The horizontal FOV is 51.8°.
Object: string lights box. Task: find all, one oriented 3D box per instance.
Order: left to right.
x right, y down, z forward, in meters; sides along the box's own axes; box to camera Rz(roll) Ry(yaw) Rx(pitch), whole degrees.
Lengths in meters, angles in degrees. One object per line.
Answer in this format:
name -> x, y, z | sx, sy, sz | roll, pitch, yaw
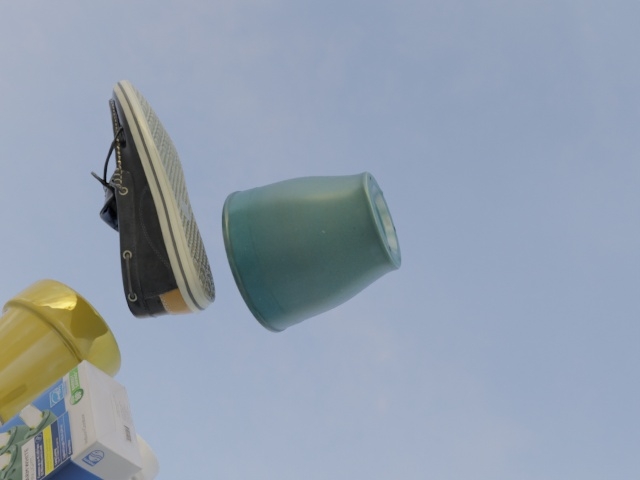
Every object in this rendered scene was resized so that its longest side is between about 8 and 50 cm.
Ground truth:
string lights box -> -0.331, 0.271, 0.736 | 0.260, 0.133, 0.077 | -38, -52, 0

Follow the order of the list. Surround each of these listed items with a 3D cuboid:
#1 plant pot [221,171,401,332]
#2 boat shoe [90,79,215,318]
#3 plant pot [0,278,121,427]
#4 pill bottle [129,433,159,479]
plant pot -> 0.000, 0.000, 1.186 | 0.255, 0.271, 0.271 | -19, -76, 14
boat shoe -> -0.332, -0.083, 1.218 | 0.156, 0.187, 0.500 | -21, -111, 4
plant pot -> -0.562, 0.241, 1.274 | 0.254, 0.239, 0.254 | 20, -49, 24
pill bottle -> -0.363, 0.397, 0.902 | 0.169, 0.301, 0.169 | 17, -49, 21
